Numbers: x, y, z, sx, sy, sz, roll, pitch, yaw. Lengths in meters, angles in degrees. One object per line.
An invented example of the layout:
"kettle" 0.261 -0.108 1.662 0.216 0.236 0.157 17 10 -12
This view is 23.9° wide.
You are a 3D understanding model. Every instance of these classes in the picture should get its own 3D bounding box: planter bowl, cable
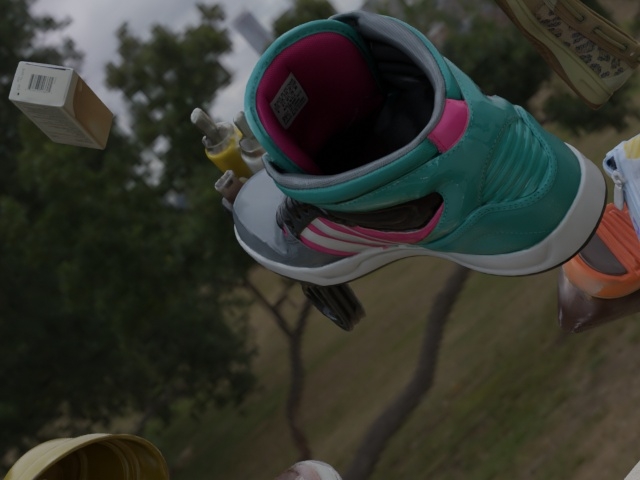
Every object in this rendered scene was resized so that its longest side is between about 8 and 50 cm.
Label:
"planter bowl" -0.273 0.276 1.594 0.217 0.090 0.217 -26 -47 -32
"cable" 0.000 0.000 1.185 0.072 0.139 0.287 -53 -35 -7

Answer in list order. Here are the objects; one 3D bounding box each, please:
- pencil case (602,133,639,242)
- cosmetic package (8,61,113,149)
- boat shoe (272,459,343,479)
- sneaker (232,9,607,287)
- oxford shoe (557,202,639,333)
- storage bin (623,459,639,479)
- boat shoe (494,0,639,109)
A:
"pencil case" 0.359 0.022 1.417 0.124 0.273 0.113 -3 -22 -39
"cosmetic package" -0.250 -0.130 1.466 0.115 0.060 0.041 58 -136 -70
"boat shoe" -0.021 0.298 1.498 0.116 0.123 0.324 -12 5 -16
"sneaker" 0.007 -0.051 0.920 0.296 0.178 0.123 -4 58 47
"oxford shoe" 0.413 -0.003 1.813 0.364 0.130 0.132 -23 -35 -30
"storage bin" 0.463 0.326 1.521 0.260 0.262 0.123 -12 16 41
"boat shoe" 0.235 -0.250 1.550 0.089 0.285 0.104 -40 42 11
